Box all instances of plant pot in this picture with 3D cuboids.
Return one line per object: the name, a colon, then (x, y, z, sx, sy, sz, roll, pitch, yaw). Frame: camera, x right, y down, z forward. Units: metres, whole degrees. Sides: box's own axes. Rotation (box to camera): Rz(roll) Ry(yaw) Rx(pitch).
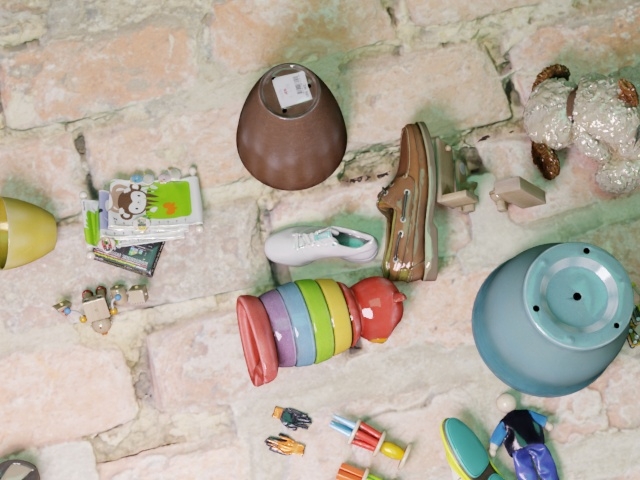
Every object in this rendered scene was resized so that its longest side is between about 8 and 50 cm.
plant pot: (-0.536, -0.014, 1.919, 0.095, 0.134, 0.134, -1, 73, -29)
plant pot: (0.414, 0.122, 1.819, 0.272, 0.255, 0.271, 0, 75, -1)
plant pot: (-0.054, -0.228, 1.921, 0.215, 0.230, 0.215, 0, 74, -1)

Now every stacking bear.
stacking bear: (0.010, 0.142, 1.866, 0.289, 0.175, 0.164, -13, 82, -14)

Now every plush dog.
plush dog: (0.489, -0.232, 1.969, 0.225, 0.210, 0.262, 0, 71, 26)

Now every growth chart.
growth chart: (-0.329, -0.058, 1.945, 0.237, 0.021, 0.172, -12, 59, -14)

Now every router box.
router box: (-0.354, 0.007, 1.951, 0.123, 0.038, 0.092, 18, 74, 4)

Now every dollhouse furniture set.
dollhouse furniture set: (0.313, -0.127, 1.944, 0.151, 0.144, 0.123, -12, 71, 34)

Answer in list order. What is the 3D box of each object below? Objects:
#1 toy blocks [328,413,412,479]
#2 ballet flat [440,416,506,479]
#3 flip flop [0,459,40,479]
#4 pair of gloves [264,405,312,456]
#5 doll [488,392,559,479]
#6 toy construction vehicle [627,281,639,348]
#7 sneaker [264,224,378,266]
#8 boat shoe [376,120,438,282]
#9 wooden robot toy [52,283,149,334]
toy blocks: (0.070, 0.380, 1.846, 0.148, 0.054, 0.123, 25, 75, 6)
ballet flat: (0.274, 0.414, 1.830, 0.231, 0.077, 0.077, 48, 44, 8)
flip flop: (-0.551, 0.506, 1.797, 0.112, 0.080, 0.277, 12, 90, -2)
pair of gloves: (-0.057, 0.341, 1.878, 0.074, 0.010, 0.083, 14, 72, 4)
doll: (0.356, 0.360, 1.860, 0.129, 0.046, 0.189, -17, 76, -7)
toy construction vehicle: (0.570, 0.135, 1.907, 0.035, 0.086, 0.098, -12, 62, -4)
sneaker: (0.000, 0.000, 1.929, 0.212, 0.094, 0.080, -2, 75, 2)
boat shoe: (0.157, -0.075, 1.943, 0.105, 0.110, 0.307, -1, 74, -2)
wooden robot toy: (-0.394, 0.130, 1.916, 0.173, 0.076, 0.079, -14, 111, -5)
